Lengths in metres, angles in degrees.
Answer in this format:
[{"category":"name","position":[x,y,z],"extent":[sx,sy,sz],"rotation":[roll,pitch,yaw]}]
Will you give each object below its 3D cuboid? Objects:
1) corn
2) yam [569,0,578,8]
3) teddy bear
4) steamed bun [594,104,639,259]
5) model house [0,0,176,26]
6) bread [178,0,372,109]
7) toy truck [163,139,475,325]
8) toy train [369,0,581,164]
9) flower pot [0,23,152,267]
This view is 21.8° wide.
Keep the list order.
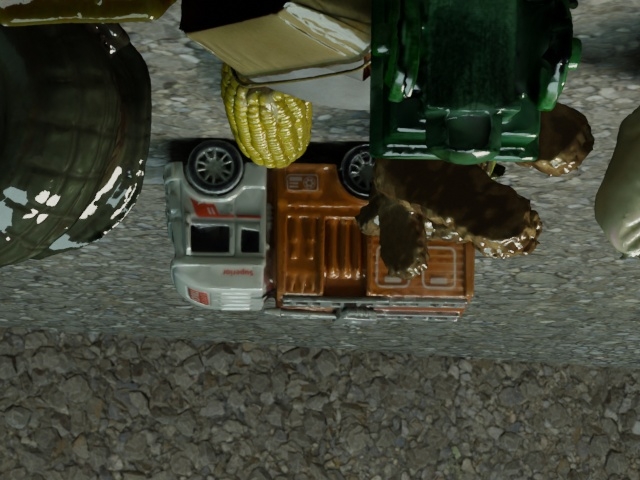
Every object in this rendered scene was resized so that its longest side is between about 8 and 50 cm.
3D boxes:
[{"category":"corn","position":[-0.052,-0.137,1.716],"extent":[0.093,0.093,0.244],"rotation":[0,166,2]},{"category":"yam","position":[0.216,-0.230,1.496],"extent":[0.014,0.014,0.107],"rotation":[-5,165,22]},{"category":"teddy bear","position":[0.159,-0.051,1.793],"extent":[0.296,0.246,0.222],"rotation":[26,164,38]},{"category":"steamed bun","position":[0.445,-0.074,1.658],"extent":[0.320,0.275,0.206],"rotation":[11,-156,6]},{"category":"model house","position":[-0.119,-0.228,1.189],"extent":[0.268,0.173,0.239],"rotation":[2,166,7]},{"category":"bread","position":[0.009,-0.195,1.403],"extent":[0.212,0.142,0.224],"rotation":[16,169,-36]},{"category":"toy truck","position":[0.000,0.000,2.029],"extent":[0.387,0.207,0.173],"rotation":[1,166,-2]},{"category":"toy train","position":[0.107,-0.183,1.199],"extent":[0.145,0.266,0.202],"rotation":[2,176,-2]},{"category":"flower pot","position":[-0.299,-0.125,1.450],"extent":[0.301,0.302,0.213],"rotation":[-3,178,16]}]
